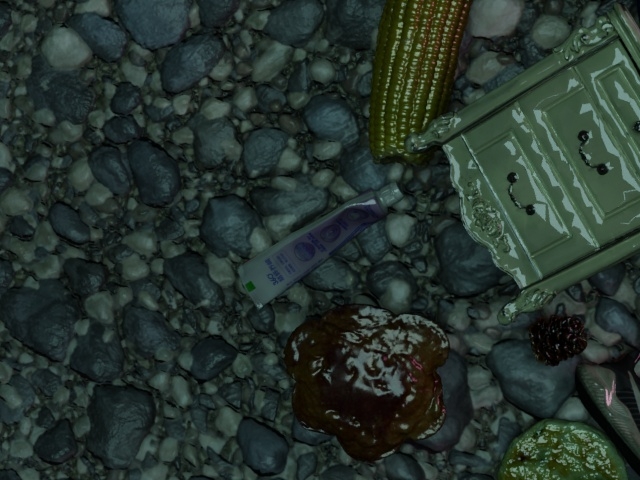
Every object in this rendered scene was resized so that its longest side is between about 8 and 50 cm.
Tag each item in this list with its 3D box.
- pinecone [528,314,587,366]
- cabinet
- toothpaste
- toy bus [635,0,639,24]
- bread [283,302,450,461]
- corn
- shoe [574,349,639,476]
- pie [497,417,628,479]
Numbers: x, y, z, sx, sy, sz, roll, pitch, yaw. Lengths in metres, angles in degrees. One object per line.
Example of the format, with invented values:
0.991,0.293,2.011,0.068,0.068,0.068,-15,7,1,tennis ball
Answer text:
0.345,0.143,1.212,0.083,0.077,0.077,-32,81,51,pinecone
0.334,-0.091,1.101,0.318,0.227,0.289,-31,81,25,cabinet
0.000,0.000,1.303,0.301,0.048,0.075,-33,110,16,toothpaste
0.572,-0.338,1.154,0.247,0.113,0.134,-7,92,13,toy bus
0.067,0.207,1.239,0.247,0.135,0.232,3,90,12,bread
0.146,-0.278,1.237,0.131,0.131,0.344,11,92,12,corn
0.455,0.248,1.160,0.112,0.099,0.227,-33,59,-4,shoe
0.355,0.351,1.223,0.187,0.041,0.186,0,89,12,pie
